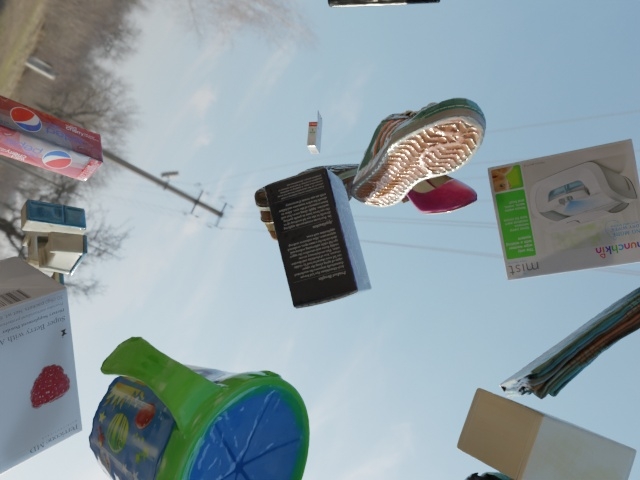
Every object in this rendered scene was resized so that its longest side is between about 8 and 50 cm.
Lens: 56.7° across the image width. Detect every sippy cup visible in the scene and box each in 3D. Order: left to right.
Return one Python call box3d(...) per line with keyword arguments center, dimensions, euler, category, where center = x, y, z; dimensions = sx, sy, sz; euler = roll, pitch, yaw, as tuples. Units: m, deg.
box3d(center=(-0.170, 0.261, 0.772), dimensions=(0.224, 0.240, 0.305), euler=(10, -81, 37), category="sippy cup")

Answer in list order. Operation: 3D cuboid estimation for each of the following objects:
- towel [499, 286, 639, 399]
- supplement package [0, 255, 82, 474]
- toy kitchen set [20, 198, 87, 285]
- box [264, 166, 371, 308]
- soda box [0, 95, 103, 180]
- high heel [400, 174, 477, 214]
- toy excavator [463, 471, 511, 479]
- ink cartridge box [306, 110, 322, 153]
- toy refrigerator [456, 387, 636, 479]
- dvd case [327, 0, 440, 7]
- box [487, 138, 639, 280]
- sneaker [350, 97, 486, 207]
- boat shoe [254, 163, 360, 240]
box3d(center=(0.381, 0.136, 0.829), dimensions=(0.271, 0.370, 0.040), euler=(-35, -109, 0), category="towel")
box3d(center=(-0.530, 0.205, 0.988), dimensions=(0.175, 0.177, 0.293), euler=(20, -62, 34), category="supplement package")
box3d(center=(-0.499, -0.016, 1.170), dimensions=(0.166, 0.122, 0.207), euler=(-43, -128, 35), category="toy kitchen set")
box3d(center=(0.000, 0.000, 0.986), dimensions=(0.108, 0.153, 0.207), euler=(-16, -95, 12), category="box")
box3d(center=(-0.614, -0.222, 1.292), dimensions=(0.083, 0.263, 0.092), euler=(-37, -126, 27), category="soda box")
box3d(center=(0.175, -0.116, 0.997), dimensions=(0.082, 0.117, 0.244), euler=(-22, -163, -10), category="high heel")
box3d(center=(0.298, 0.443, 0.847), dimensions=(0.222, 0.445, 0.433), euler=(-57, -145, 22), category="toy excavator")
box3d(center=(-0.017, -0.321, 1.758), dimensions=(0.029, 0.063, 0.115), euler=(1, -104, 13), category="ink cartridge box")
box3d(center=(0.313, 0.288, 0.807), dimensions=(0.102, 0.269, 0.094), euler=(13, -101, 53), category="toy refrigerator")
box3d(center=(0.120, -0.485, 0.992), dimensions=(0.180, 0.022, 0.253), euler=(4, -119, 15), category="dvd case")
box3d(center=(0.481, -0.054, 1.168), dimensions=(0.262, 0.127, 0.231), euler=(-9, -91, 19), category="box")
box3d(center=(0.137, -0.153, 0.885), dimensions=(0.302, 0.108, 0.121), euler=(-31, -139, 62), category="sneaker")
box3d(center=(-0.008, -0.088, 1.294), dimensions=(0.122, 0.324, 0.120), euler=(9, -65, 46), category="boat shoe")
